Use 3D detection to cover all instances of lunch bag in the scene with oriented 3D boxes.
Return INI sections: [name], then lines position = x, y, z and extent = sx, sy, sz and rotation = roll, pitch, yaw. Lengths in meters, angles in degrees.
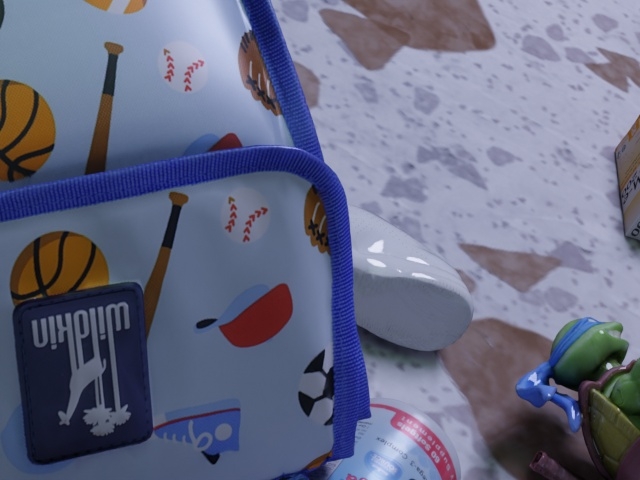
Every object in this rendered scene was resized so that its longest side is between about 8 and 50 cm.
[lunch bag]
position = -0.174, -0.023, 1.075
extent = 0.328, 0.239, 0.385
rotation = -12, 79, -23

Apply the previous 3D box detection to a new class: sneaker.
[sneaker]
position = 0.000, 0.000, 1.315
extent = 0.212, 0.080, 0.094
rotation = 27, 26, -22

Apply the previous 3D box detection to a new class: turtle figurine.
[turtle figurine]
position = 0.291, 0.118, 1.260
extent = 0.275, 0.198, 0.266
rotation = -14, 57, -33

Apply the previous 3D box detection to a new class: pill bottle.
[pill bottle]
position = 0.011, 0.166, 1.141
extent = 0.087, 0.087, 0.160
rotation = 35, 42, 6

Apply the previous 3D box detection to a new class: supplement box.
[supplement box]
position = 0.255, -0.052, 1.509
extent = 0.036, 0.062, 0.098
rotation = 17, 42, -15
